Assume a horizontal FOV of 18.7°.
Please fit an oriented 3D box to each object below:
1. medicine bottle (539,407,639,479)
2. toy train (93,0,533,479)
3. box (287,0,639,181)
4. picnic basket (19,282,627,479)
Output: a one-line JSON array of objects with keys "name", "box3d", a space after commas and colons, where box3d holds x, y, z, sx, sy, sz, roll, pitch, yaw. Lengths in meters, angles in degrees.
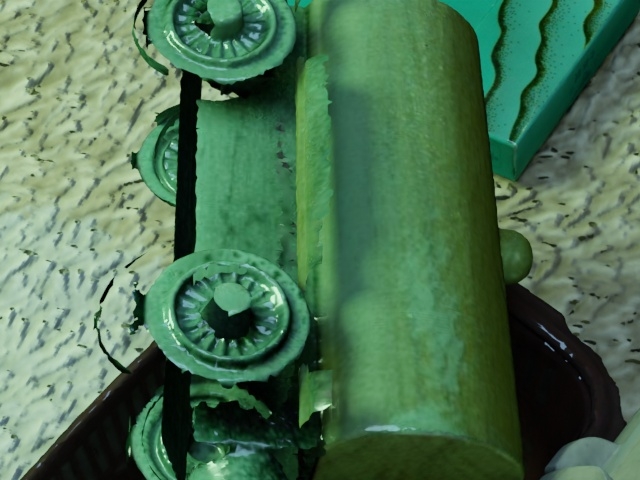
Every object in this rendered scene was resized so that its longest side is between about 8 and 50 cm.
[{"name": "medicine bottle", "box3d": [0.174, 0.223, 0.798, 0.282, 0.123, 0.375, 44, 63, -5]}, {"name": "toy train", "box3d": [0.002, -0.005, 0.866, 0.189, 0.126, 0.307, -2, 53, 0]}, {"name": "box", "box3d": [0.059, -0.141, 1.179, 0.226, 0.042, 0.161, 26, 60, 22]}, {"name": "picnic basket", "box3d": [-0.006, 0.140, 0.917, 0.222, 0.129, 0.297, 32, 61, 23]}]
